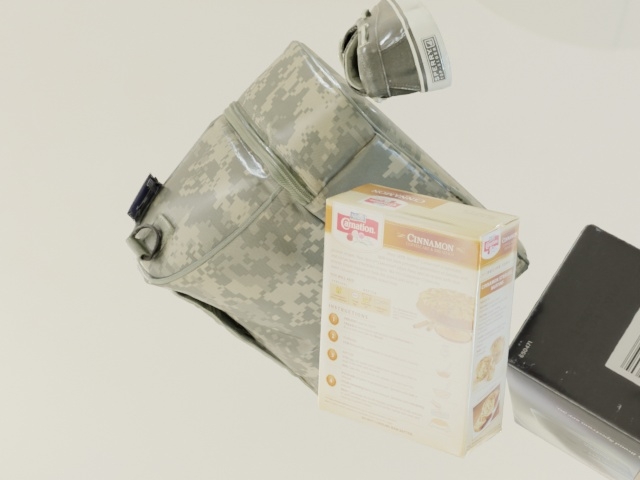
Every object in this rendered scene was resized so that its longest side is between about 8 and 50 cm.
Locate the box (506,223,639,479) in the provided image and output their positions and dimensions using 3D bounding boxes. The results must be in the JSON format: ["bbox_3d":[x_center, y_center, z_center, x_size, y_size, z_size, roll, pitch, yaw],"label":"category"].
[{"bbox_3d":[0.365,0.168,1.404,0.183,0.296,0.294,-56,-20,-10],"label":"box"}]

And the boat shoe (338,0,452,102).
[{"bbox_3d":[0.048,-0.148,1.015,0.070,0.219,0.078,-16,-79,2],"label":"boat shoe"}]

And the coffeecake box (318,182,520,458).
[{"bbox_3d":[0.076,0.061,1.070,0.142,0.068,0.185,15,-67,33],"label":"coffeecake box"}]

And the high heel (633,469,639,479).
[{"bbox_3d":[0.375,0.181,1.139,0.181,0.127,0.377,9,-87,-20],"label":"high heel"}]

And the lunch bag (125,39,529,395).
[{"bbox_3d":[0.000,0.000,1.262,0.256,0.212,0.305,-48,-54,4],"label":"lunch bag"}]
